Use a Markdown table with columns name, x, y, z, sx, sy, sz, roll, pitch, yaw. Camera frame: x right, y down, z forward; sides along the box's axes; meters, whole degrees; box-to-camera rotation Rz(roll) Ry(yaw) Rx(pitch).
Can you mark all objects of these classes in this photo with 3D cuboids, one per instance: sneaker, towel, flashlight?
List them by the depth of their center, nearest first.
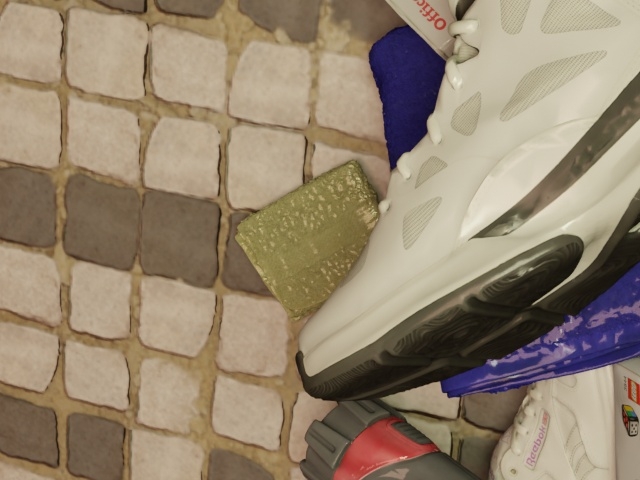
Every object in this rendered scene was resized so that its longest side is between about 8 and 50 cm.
| name | x | y | z | sx | sy | sz | roll | pitch | yaw |
| --- | --- | --- | --- | --- | --- | --- | --- | --- | --- |
| sneaker | 0.125 | -0.085 | 0.942 | 0.447 | 0.169 | 0.257 | -38 | 65 | 24 |
| towel | 0.172 | -0.047 | 1.054 | 0.227 | 0.076 | 0.308 | -17 | 76 | 20 |
| sneaker | 0.206 | 0.157 | 1.135 | 0.152 | 0.114 | 0.305 | -5 | 105 | 21 |
| flashlight | 0.114 | 0.247 | 1.144 | 0.304 | 0.103 | 0.103 | 36 | 155 | 35 |
| towel | 0.000 | 0.000 | 1.210 | 0.148 | 0.027 | 0.110 | -31 | 94 | 28 |

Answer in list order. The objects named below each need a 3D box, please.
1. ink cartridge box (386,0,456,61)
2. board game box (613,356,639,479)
| name | x | y | z | sx | sy | sz | roll | pitch | yaw |
| --- | --- | --- | --- | --- | --- | --- | --- | --- | --- |
| ink cartridge box | 0.123 | -0.217 | 1.026 | 0.150 | 0.063 | 0.109 | -44 | 61 | 9 |
| board game box | 0.336 | 0.225 | 1.085 | 0.193 | 0.053 | 0.305 | -10 | 108 | -17 |
